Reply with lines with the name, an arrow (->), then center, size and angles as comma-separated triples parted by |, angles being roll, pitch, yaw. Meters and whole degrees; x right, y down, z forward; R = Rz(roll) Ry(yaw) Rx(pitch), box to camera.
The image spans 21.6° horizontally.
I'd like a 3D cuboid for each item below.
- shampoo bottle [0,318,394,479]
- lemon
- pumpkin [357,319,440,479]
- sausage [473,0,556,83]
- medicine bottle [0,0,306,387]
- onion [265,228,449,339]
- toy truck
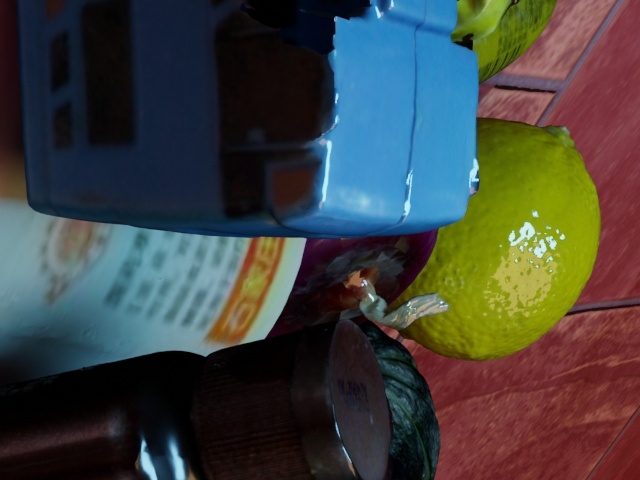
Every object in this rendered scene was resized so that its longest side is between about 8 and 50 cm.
shampoo bottle -> -0.130, 0.103, 0.718 | 0.323, 0.084, 0.129 | -13, 167, 18
lemon -> 0.121, -0.006, 1.269 | 0.203, 0.178, 0.178 | -53, 153, 10
pumpkin -> -0.018, 0.139, 1.219 | 0.220, 0.220, 0.162 | -11, 144, -49
sausage -> 0.021, -0.123, 1.022 | 0.347, 0.123, 0.123 | -30, 149, -32
medicine bottle -> -0.180, -0.043, 0.739 | 0.219, 0.219, 0.388 | -52, 152, 9
onion -> -0.005, -0.008, 1.118 | 0.177, 0.153, 0.177 | -1, 154, 0
toy truck -> -0.026, -0.192, 0.633 | 0.161, 0.162, 0.384 | -1, 88, -63
